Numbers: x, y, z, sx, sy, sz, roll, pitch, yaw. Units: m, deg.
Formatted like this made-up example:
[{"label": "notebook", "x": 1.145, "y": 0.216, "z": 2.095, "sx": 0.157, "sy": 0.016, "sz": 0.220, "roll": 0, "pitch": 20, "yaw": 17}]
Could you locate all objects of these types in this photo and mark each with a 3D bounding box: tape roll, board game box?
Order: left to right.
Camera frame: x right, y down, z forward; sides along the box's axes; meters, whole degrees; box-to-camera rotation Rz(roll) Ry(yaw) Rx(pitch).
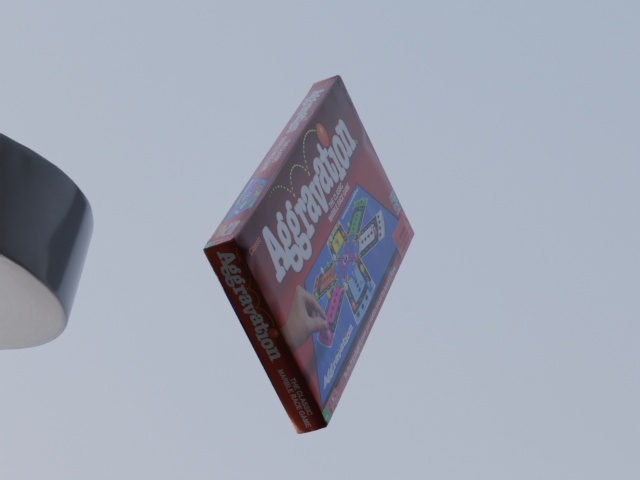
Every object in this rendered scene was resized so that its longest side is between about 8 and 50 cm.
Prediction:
[{"label": "tape roll", "x": -0.255, "y": -0.007, "z": 1.097, "sx": 0.219, "sy": 0.219, "sz": 0.072, "roll": 14, "pitch": -114, "yaw": 1}, {"label": "board game box", "x": 0.000, "y": 0.000, "z": 1.234, "sx": 0.027, "sy": 0.281, "sz": 0.145, "roll": -19, "pitch": -69, "yaw": 24}]
